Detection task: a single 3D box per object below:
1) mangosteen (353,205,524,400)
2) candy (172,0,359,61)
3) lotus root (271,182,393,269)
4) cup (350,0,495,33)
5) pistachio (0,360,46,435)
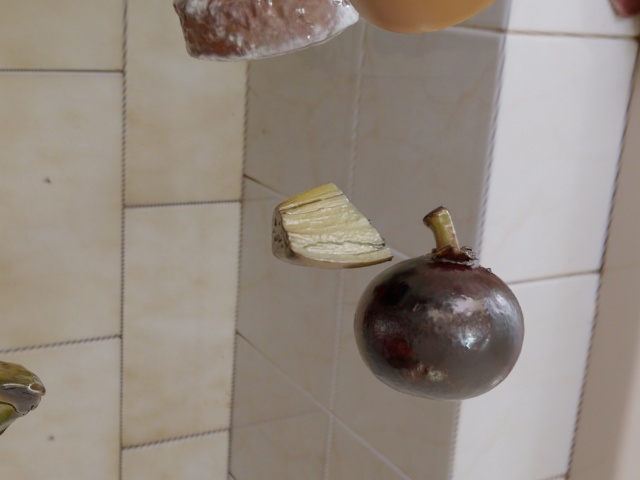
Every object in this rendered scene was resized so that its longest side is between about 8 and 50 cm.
[{"bbox_3d":[0.167,0.084,1.231,0.236,0.235,0.261,2,95,-31],"label":"mangosteen"},{"bbox_3d":[-0.089,-0.374,1.434,0.290,0.214,0.157,-7,123,15],"label":"candy"},{"bbox_3d":[-0.002,-0.002,1.194,0.135,0.159,0.095,-6,134,-27],"label":"lotus root"},{"bbox_3d":[0.045,-0.306,0.679,0.182,0.226,0.264,-24,149,21],"label":"cup"},{"bbox_3d":[-0.290,0.128,0.728,0.173,0.049,0.089,-18,145,22],"label":"pistachio"}]
